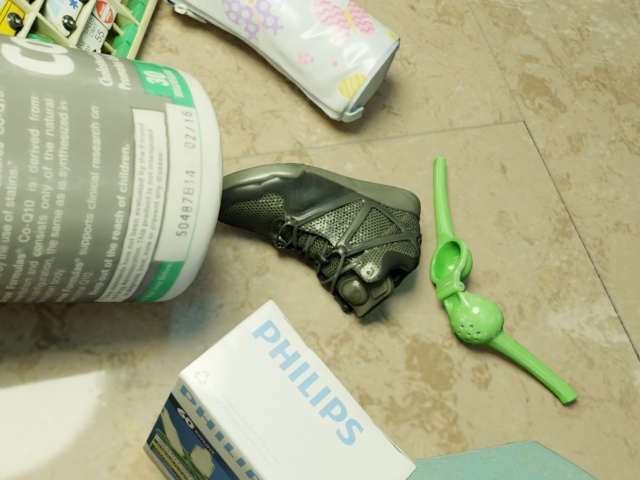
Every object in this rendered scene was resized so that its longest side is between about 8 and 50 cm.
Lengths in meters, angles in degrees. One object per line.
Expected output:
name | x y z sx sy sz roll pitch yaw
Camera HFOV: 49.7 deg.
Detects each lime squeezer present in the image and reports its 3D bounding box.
lime squeezer | 0.170 0.042 0.747 0.110 0.059 0.310 -18 72 -25

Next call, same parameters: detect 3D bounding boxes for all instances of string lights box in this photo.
string lights box | -0.049 0.154 0.498 0.077 0.260 0.133 -37 81 -30

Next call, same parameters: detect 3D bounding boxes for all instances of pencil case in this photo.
pencil case | -0.043 -0.252 0.780 0.273 0.113 0.124 34 67 -1

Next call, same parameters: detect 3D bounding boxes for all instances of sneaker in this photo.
sneaker | 0.000 0.000 0.689 0.227 0.087 0.130 11 56 -20

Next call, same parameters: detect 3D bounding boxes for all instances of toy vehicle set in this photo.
toy vehicle set | -0.253 -0.230 0.683 0.166 0.035 0.267 43 48 -46

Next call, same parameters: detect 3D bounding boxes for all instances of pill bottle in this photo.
pill bottle | -0.274 -0.055 0.507 0.361 0.204 0.204 3 64 -35

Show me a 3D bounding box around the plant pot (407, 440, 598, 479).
plant pot | 0.126 0.298 0.508 0.247 0.247 0.252 -3 50 -20
